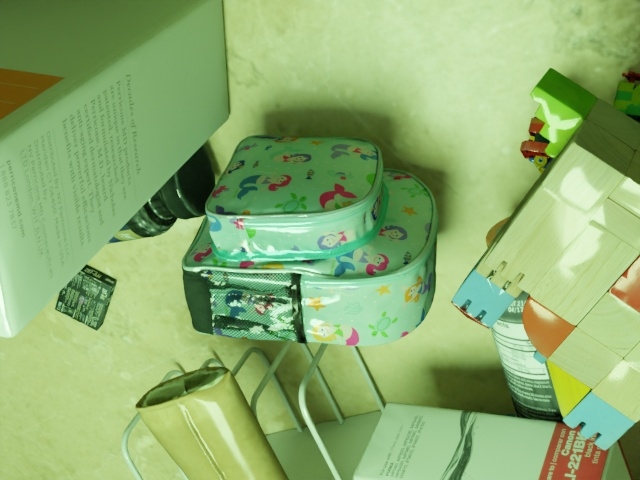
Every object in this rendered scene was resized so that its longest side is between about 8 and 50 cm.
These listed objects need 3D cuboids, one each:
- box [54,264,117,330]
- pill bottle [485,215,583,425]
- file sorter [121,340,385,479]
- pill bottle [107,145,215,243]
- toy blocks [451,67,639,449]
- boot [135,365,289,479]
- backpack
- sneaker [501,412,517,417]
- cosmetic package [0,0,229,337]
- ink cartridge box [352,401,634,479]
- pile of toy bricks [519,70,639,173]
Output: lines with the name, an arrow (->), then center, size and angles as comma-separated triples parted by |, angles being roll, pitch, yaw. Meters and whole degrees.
box -> -0.315, 0.073, 1.235 | 0.067, 0.018, 0.083 | 26, 123, 2
pill bottle -> 0.251, 0.091, 0.999 | 0.130, 0.130, 0.246 | -10, 115, 22
file sorter -> -0.078, 0.240, 1.154 | 0.277, 0.193, 0.173 | -18, 109, 25
pill bottle -> -0.240, -0.058, 1.076 | 0.219, 0.123, 0.123 | -8, 116, 22
toy blocks -> 0.284, 0.068, 0.814 | 0.381, 0.191, 0.261 | 34, 130, 7
boot -> -0.050, 0.257, 0.995 | 0.236, 0.089, 0.270 | -22, 103, 26
backpack -> 0.000, 0.000, 0.975 | 0.253, 0.225, 0.191 | 8, 126, 9
sneaker -> 0.181, 0.253, 1.155 | 0.084, 0.058, 0.152 | 31, 130, -11
cosmetic package -> -0.271, -0.114, 0.858 | 0.230, 0.453, 0.162 | 8, 120, 13
ink cartridge box -> 0.200, 0.292, 1.022 | 0.272, 0.114, 0.197 | 0, 135, 33
pile of toy bricks -> 0.305, -0.112, 0.899 | 0.212, 0.118, 0.105 | 12, 83, 23
